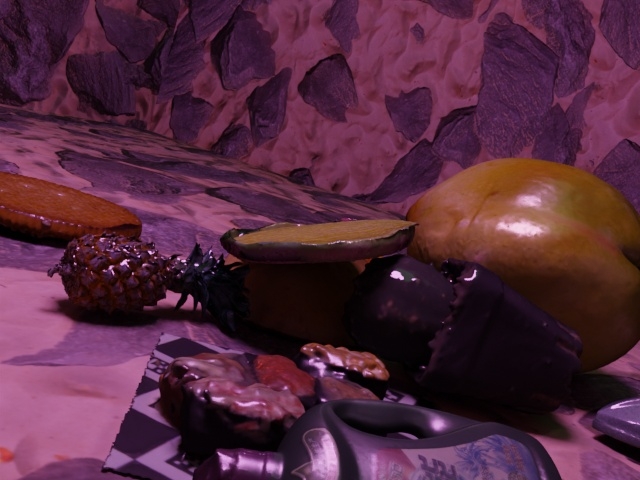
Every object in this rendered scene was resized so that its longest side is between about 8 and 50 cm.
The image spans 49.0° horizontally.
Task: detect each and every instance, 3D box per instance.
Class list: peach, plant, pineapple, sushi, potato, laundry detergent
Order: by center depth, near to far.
[{"bbox_3d":[0.035,0.152,0.427,0.222,0.078,0.144,14,33,-5],"label":"laundry detergent"},{"bbox_3d":[-0.004,0.131,0.589,0.292,0.059,0.294,16,8,-7],"label":"sushi"},{"bbox_3d":[-0.173,0.043,0.736,0.221,0.083,0.103,9,17,-40],"label":"pineapple"},{"bbox_3d":[0.153,0.096,0.772,0.256,0.141,0.164,21,-1,-4],"label":"plant"},{"bbox_3d":[-0.012,0.047,0.941,0.239,0.115,0.299,21,11,2],"label":"potato"},{"bbox_3d":[0.287,0.026,0.963,0.316,0.281,0.314,9,-31,40],"label":"peach"}]

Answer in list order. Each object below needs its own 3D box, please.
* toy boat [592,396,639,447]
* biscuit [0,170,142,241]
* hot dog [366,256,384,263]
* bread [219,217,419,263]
[{"bbox_3d":[0.461,0.225,0.779,0.320,0.092,0.141,9,10,0],"label":"toy boat"},{"bbox_3d":[-0.409,-0.049,1.016,0.306,0.038,0.305,17,8,-2],"label":"biscuit"},{"bbox_3d":[0.070,0.055,1.157,0.115,0.072,0.269,5,13,-21],"label":"hot dog"},{"bbox_3d":[0.000,0.000,0.798,0.229,0.033,0.228,-2,6,0],"label":"bread"}]
